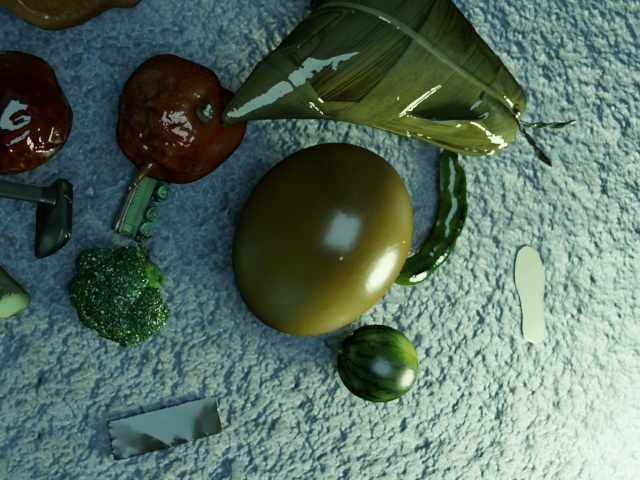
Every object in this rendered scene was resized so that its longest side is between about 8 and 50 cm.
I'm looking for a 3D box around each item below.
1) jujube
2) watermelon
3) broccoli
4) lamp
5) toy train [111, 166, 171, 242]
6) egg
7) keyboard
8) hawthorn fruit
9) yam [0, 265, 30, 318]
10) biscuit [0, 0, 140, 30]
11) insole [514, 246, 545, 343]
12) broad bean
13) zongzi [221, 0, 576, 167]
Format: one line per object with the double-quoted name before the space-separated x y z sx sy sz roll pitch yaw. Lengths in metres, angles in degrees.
"jujube" -0.517 -0.186 1.683 0.255 0.190 0.189 -17 103 1
"watermelon" 0.086 0.214 1.959 0.187 0.141 0.140 25 88 -13
"broccoli" -0.326 0.090 1.783 0.156 0.196 0.195 -19 106 -55
"lamp" -0.530 -0.005 1.680 0.283 0.124 0.203 2 68 -20
"toy train" -0.296 -0.070 1.836 0.071 0.038 0.147 22 88 -21
"egg" 0.000 0.000 1.816 0.283 0.282 0.351 20 118 -21
"keyboard" -0.272 0.329 1.909 0.197 0.015 0.074 -12 97 -18
"hawthorn fruit" -0.242 -0.168 1.742 0.207 0.207 0.243 37 63 -20
"yam" -0.539 0.065 1.747 0.146 0.069 0.069 41 82 7
"biscuit" -0.450 -0.513 1.642 0.455 0.078 0.349 36 61 -25
"insole" 0.414 0.107 2.131 0.065 0.004 0.197 -11 100 -18
"broad bean" 0.204 -0.026 2.004 0.144 0.049 0.292 44 73 -35
"zongzi" 0.124 -0.193 1.846 0.500 0.218 0.467 46 71 -18
